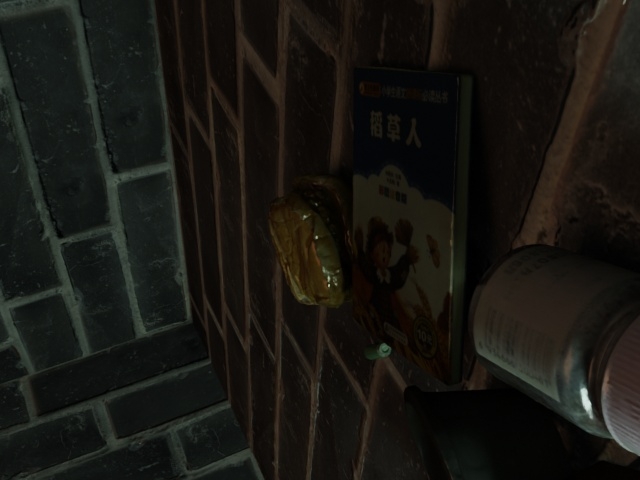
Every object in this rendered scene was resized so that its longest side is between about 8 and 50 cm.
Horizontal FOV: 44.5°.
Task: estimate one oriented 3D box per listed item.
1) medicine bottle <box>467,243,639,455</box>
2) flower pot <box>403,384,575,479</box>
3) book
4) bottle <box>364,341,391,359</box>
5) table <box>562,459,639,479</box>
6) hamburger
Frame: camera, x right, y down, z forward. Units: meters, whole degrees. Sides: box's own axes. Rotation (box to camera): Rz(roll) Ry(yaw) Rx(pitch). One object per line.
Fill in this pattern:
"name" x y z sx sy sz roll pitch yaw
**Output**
"medicine bottle" 0.283 0.107 0.770 0.273 0.165 0.165 27 132 62
"flower pot" 0.229 0.295 1.037 0.269 0.166 0.269 159 90 -85
"book" 0.125 -0.037 1.156 0.300 0.039 0.428 -151 57 -63
"bottle" 0.113 0.217 1.536 0.030 0.030 0.083 70 160 6
"table" 0.330 0.366 0.851 0.193 0.172 0.169 -10 98 70
"hamburger" 0.000 -0.001 1.491 0.283 0.144 0.259 7 117 65
